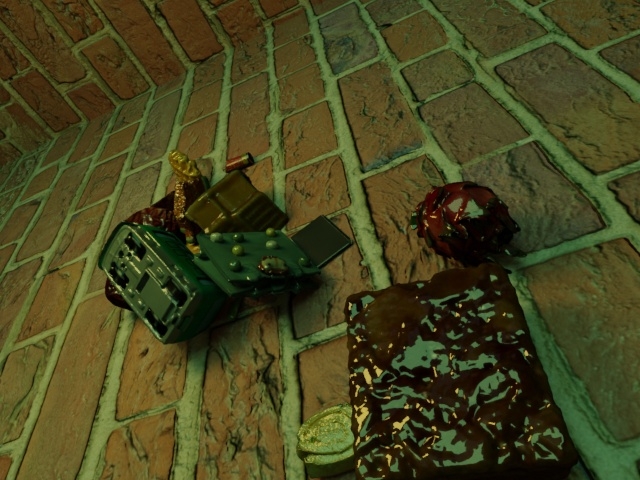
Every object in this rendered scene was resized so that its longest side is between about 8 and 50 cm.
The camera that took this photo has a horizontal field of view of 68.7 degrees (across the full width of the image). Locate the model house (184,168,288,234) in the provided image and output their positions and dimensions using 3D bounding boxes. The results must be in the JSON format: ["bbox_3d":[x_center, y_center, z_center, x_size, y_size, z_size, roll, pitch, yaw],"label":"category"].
[{"bbox_3d":[-0.249,-0.079,1.480,0.239,0.173,0.268,43,70,5],"label":"model house"}]

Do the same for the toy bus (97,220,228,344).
[{"bbox_3d":[-0.420,0.107,1.285,0.343,0.199,0.183,42,107,23],"label":"toy bus"}]

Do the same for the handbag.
[{"bbox_3d":[-0.169,0.046,1.237,0.269,0.100,0.274,-1,22,-34],"label":"handbag"}]

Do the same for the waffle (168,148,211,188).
[{"bbox_3d":[-0.469,-0.212,1.725,0.065,0.283,0.309,-37,-4,-16],"label":"waffle"}]

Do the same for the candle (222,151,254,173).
[{"bbox_3d":[-0.328,-0.300,1.832,0.131,0.052,0.051,-20,42,14],"label":"candle"}]

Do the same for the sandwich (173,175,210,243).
[{"bbox_3d":[-0.425,-0.102,1.515,0.079,0.159,0.234,-9,82,20],"label":"sandwich"}]

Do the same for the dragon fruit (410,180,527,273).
[{"bbox_3d":[0.332,-0.035,1.051,0.274,0.192,0.193,20,53,30],"label":"dragon fruit"}]

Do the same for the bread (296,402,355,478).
[{"bbox_3d":[0.026,0.388,0.908,0.157,0.064,0.117,-23,37,12],"label":"bread"}]

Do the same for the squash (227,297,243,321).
[{"bbox_3d":[-0.238,0.187,1.304,0.027,0.027,0.089,-10,43,24],"label":"squash"}]

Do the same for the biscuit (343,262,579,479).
[{"bbox_3d":[0.223,0.247,0.846,0.343,0.166,0.394,-17,41,18],"label":"biscuit"}]

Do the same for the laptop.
[{"bbox_3d":[0.000,0.000,1.352,0.129,0.016,0.180,-37,40,-7],"label":"laptop"}]

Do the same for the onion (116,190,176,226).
[{"bbox_3d":[-0.599,-0.077,1.698,0.250,0.111,0.247,-32,12,-12],"label":"onion"}]

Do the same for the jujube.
[{"bbox_3d":[-0.562,0.063,1.502,0.217,0.216,0.341,-7,54,26],"label":"jujube"}]

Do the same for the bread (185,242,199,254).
[{"bbox_3d":[-0.399,0.078,1.479,0.126,0.068,0.188,-6,46,27],"label":"bread"}]
